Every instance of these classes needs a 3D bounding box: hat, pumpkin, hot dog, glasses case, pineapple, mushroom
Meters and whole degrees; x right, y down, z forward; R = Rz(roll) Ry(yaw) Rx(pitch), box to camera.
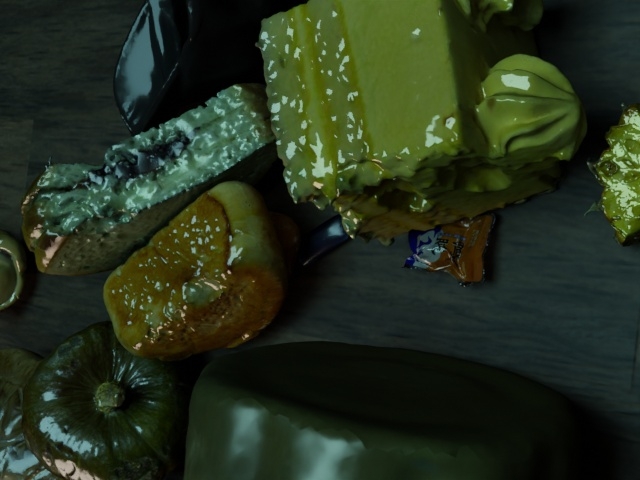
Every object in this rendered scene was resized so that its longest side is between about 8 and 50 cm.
[{"bbox_3d":[-0.125,-0.244,1.504,0.238,0.209,0.336,-118,39,-49],"label":"hat"},{"bbox_3d":[-0.256,0.207,1.503,0.162,0.219,0.218,108,149,-67],"label":"pumpkin"},{"bbox_3d":[-0.125,0.042,1.449,0.257,0.153,0.150,-38,58,31],"label":"hot dog"},{"bbox_3d":[0.000,0.000,1.432,0.083,0.023,0.033,-34,60,34],"label":"glasses case"},{"bbox_3d":[0.314,-0.058,1.155,0.116,0.069,0.137,12,102,35],"label":"pineapple"},{"bbox_3d":[-0.396,0.270,1.658,0.278,0.146,0.278,-6,79,32],"label":"mushroom"}]

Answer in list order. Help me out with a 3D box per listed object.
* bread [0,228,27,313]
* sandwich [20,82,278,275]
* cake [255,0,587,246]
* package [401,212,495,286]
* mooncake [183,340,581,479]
[{"bbox_3d":[-0.515,0.035,1.830,0.225,0.081,0.134,18,101,38],"label":"bread"},{"bbox_3d":[-0.195,-0.067,1.427,0.288,0.254,0.099,-42,62,42],"label":"sandwich"},{"bbox_3d":[0.120,-0.144,1.218,0.286,0.222,0.227,-19,72,28],"label":"cake"},{"bbox_3d":[0.136,0.009,1.311,0.111,0.033,0.077,1,58,36],"label":"package"},{"bbox_3d":[0.051,0.225,1.145,0.379,0.378,0.200,12,98,41],"label":"mooncake"}]
